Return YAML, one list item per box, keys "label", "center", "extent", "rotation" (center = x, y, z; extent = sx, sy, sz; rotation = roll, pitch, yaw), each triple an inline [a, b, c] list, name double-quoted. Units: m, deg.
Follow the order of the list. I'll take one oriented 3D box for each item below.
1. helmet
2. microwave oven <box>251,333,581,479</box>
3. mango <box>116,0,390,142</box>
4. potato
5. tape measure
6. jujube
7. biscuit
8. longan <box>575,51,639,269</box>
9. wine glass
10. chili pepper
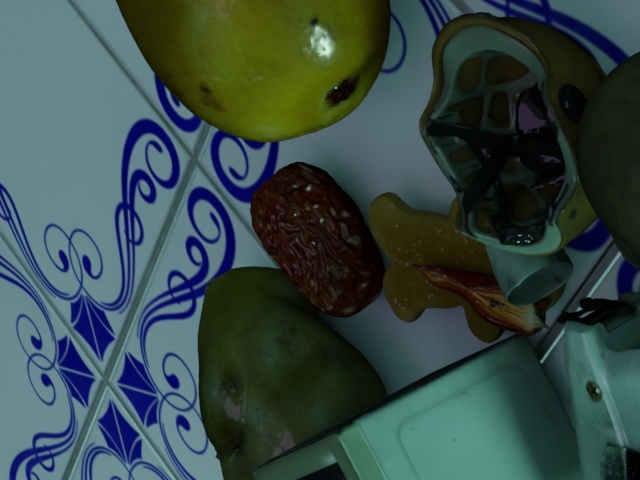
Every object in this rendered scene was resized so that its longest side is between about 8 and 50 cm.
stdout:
- label: "helmet"
  center: [0.194, -0.101, 1.652]
  extent: [0.198, 0.130, 0.224]
  rotation: [-8, 95, 54]
- label: "microwave oven"
  center: [0.141, 0.317, 1.834]
  extent: [0.355, 0.286, 0.218]
  rotation: [62, 146, 4]
- label: "mango"
  center: [-0.098, -0.306, 1.803]
  extent: [0.300, 0.232, 0.446]
  rotation: [-16, 105, 60]
- label: "potato"
  center: [-0.039, 0.177, 2.077]
  extent: [0.351, 0.202, 0.218]
  rotation: [59, 158, 33]
- label: "tape measure"
  center: [0.325, 0.190, 1.656]
  extent: [0.246, 0.125, 0.243]
  rotation: [15, 121, 49]
- label: "jujube"
  center: [0.000, 0.000, 1.997]
  extent: [0.176, 0.109, 0.112]
  rotation: [54, -179, 4]
- label: "biscuit"
  center: [0.151, 0.023, 1.858]
  extent: [0.240, 0.035, 0.158]
  rotation: [8, 116, 42]
- label: "longan"
  center: [0.311, -0.059, 1.473]
  extent: [0.196, 0.196, 0.220]
  rotation: [-46, 64, 53]
- label: "wine glass"
  center: [0.178, -0.021, 1.751]
  extent: [0.155, 0.073, 0.073]
  rotation: [67, 148, 24]
- label: "chili pepper"
  center: [0.160, 0.054, 1.817]
  extent: [0.178, 0.027, 0.045]
  rotation: [21, 119, 37]
